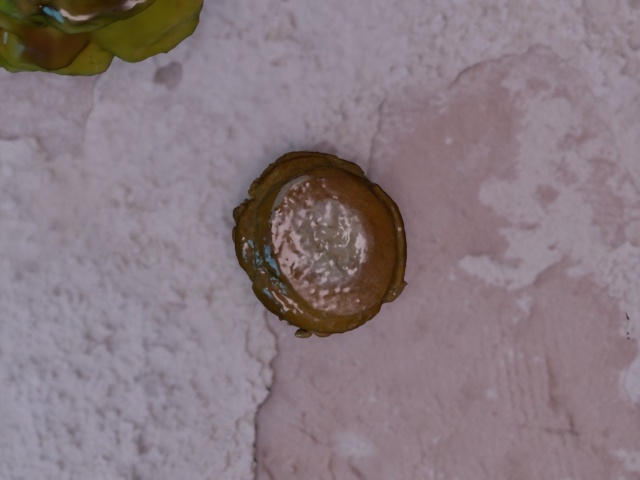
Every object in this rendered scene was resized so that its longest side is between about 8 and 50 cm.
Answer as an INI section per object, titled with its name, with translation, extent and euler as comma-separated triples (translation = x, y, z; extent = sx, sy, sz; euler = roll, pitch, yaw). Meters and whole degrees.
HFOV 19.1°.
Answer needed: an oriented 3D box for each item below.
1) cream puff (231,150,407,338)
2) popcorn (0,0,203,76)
[cream puff]
translation = -0.004, 0.001, 1.463
extent = 0.126, 0.103, 0.144
euler = -27, 103, -14
[popcorn]
translation = -0.198, -0.232, 1.334
extent = 0.258, 0.270, 0.224
euler = 3, 73, 24
